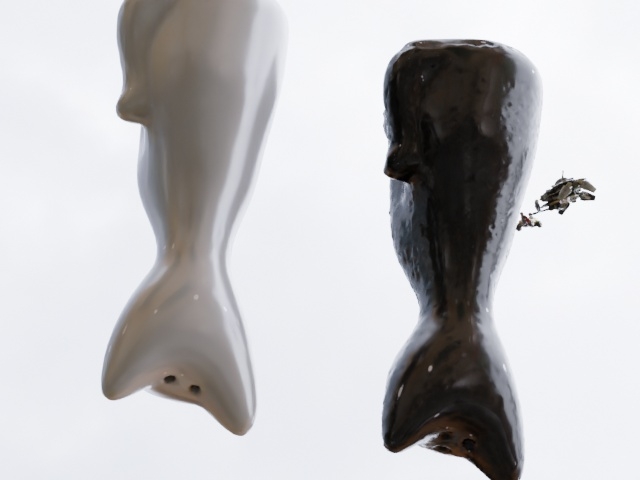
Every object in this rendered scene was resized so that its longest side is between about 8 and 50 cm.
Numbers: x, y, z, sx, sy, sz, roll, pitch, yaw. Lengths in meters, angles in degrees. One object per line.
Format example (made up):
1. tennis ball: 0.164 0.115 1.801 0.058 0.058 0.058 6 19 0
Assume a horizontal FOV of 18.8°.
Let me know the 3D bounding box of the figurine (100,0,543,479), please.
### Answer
1. figurine: 0.000 0.000 0.882 0.092 0.214 0.209 132 -36 -56

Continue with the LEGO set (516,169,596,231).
1. LEGO set: 0.162 -0.030 1.352 0.083 0.054 0.023 -25 -104 36
